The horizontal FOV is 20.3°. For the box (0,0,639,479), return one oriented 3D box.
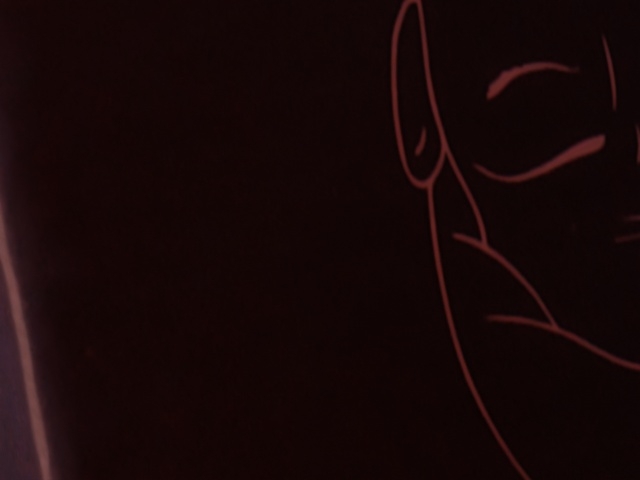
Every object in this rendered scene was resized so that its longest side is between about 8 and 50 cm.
[{"bbox_3d":[0.013,-0.056,0.478,0.212,0.293,0.395,-16,84,62],"label":"box"}]
